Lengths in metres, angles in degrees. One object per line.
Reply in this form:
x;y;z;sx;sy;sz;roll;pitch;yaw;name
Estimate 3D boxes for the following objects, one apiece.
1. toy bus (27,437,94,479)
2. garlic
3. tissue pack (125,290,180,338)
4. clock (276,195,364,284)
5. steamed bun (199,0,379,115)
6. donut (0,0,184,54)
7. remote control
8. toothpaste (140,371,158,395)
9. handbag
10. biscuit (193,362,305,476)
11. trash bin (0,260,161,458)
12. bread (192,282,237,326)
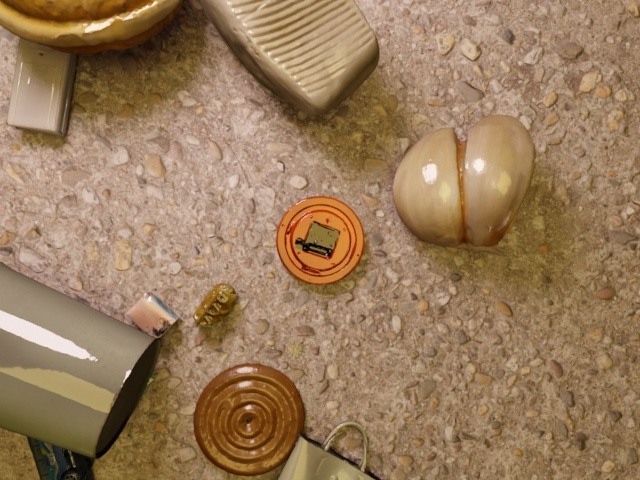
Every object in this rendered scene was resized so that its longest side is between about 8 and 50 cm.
-0.571;0.464;0.954;0.094;0.079;0.237;-16;91;-2;toy bus
0.323;-0.129;0.966;0.249;0.286;0.313;-1;98;-48;garlic
-0.373;0.167;0.975;0.094;0.059;0.074;43;91;-3;tissue pack
0.000;0.000;1.004;0.205;0.051;0.205;0;91;-5;clock
-0.072;-0.442;0.909;0.247;0.236;0.383;-46;100;-6;steamed bun
-0.462;-0.563;0.859;0.448;0.198;0.449;1;72;-3;donut
-0.600;-0.375;0.957;0.102;0.055;0.277;8;87;-4;remote control
-0.447;0.380;0.985;0.056;0.036;0.205;31;84;-4;toothpaste
0.015;0.568;0.985;0.241;0.109;0.315;32;85;-6;handbag
-0.164;0.416;1.003;0.261;0.037;0.262;0;91;-5;biscuit
-0.569;0.222;0.851;0.431;0.280;0.280;24;89;-4;trash bin
-0.233;0.147;0.986;0.066;0.060;0.110;35;87;26;bread
